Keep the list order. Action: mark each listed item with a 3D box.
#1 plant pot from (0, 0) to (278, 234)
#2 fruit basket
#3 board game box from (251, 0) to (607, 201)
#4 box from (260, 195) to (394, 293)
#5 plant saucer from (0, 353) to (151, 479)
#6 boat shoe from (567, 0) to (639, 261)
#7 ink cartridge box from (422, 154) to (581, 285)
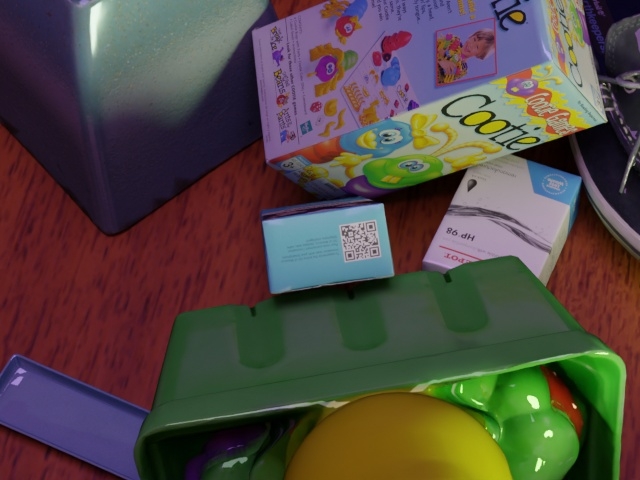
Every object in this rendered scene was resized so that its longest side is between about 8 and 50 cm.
[{"bbox_3d":[-0.191,-0.214,1.448,0.248,0.252,0.247,-36,61,-20],"label":"plant pot"},{"bbox_3d":[0.055,0.194,1.136,0.392,0.283,0.392,-4,41,3],"label":"fruit basket"},{"bbox_3d":[0.096,-0.149,1.378,0.275,0.142,0.144,-18,64,24],"label":"board game box"},{"bbox_3d":[0.000,0.000,1.306,0.100,0.244,0.060,-8,93,-2],"label":"box"},{"bbox_3d":[-0.203,0.162,1.336,0.192,0.018,0.067,20,60,17],"label":"plant saucer"},{"bbox_3d":[0.322,-0.145,1.420,0.186,0.156,0.500,-8,55,-16],"label":"boat shoe"},{"bbox_3d":[0.160,0.010,1.391,0.104,0.060,0.180,19,59,15],"label":"ink cartridge box"}]
